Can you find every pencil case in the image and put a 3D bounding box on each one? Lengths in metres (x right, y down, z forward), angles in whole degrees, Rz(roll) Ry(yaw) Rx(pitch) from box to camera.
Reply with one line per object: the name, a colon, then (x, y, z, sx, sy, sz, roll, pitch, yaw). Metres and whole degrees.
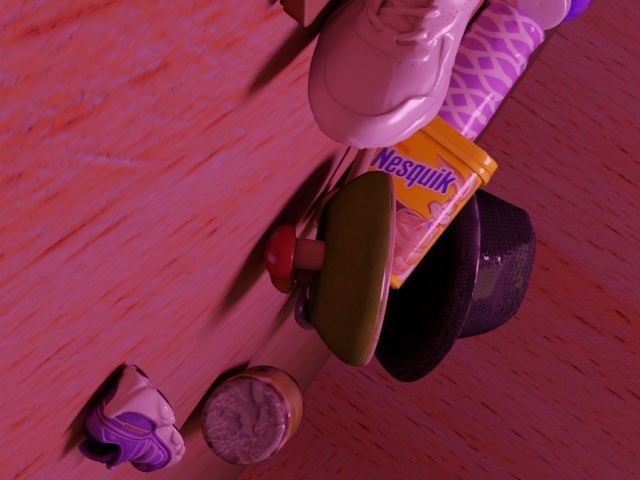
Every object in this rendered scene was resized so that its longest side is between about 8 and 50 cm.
pencil case: (0.174, -0.177, 1.543, 0.206, 0.086, 0.088, -53, 162, -3)

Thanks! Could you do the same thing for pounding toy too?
pounding toy: (0.000, 0.000, 1.259, 0.183, 0.110, 0.237, 104, -9, -47)

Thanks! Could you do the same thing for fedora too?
fedora: (0.172, 0.029, 1.728, 0.334, 0.152, 0.334, -177, -90, -68)

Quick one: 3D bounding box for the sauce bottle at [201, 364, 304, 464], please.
sauce bottle: (-0.079, 0.220, 1.754, 0.111, 0.111, 0.344, -54, 175, 0)

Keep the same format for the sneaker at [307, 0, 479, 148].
sneaker: (0.061, -0.162, 0.804, 0.232, 0.090, 0.115, -61, 171, -24)

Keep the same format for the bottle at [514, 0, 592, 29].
bottle: (0.324, -0.349, 1.725, 0.283, 0.092, 0.118, -47, 170, -50)

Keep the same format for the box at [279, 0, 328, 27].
box: (0.036, -0.200, 0.615, 0.164, 0.021, 0.201, -53, 174, -10)

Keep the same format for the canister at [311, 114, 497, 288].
canister: (0.087, -0.049, 1.425, 0.170, 0.126, 0.073, -52, 174, -2)

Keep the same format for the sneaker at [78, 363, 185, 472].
sneaker: (-0.152, 0.146, 1.032, 0.071, 0.068, 0.170, -37, 161, -14)

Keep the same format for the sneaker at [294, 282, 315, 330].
sneaker: (0.041, 0.029, 1.669, 0.108, 0.100, 0.271, -32, 159, -36)
